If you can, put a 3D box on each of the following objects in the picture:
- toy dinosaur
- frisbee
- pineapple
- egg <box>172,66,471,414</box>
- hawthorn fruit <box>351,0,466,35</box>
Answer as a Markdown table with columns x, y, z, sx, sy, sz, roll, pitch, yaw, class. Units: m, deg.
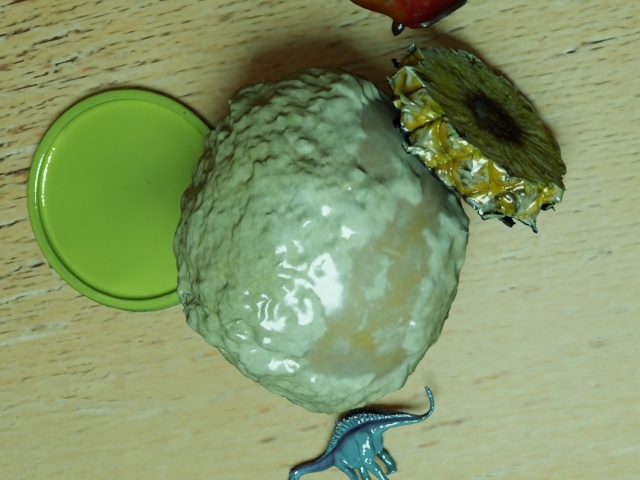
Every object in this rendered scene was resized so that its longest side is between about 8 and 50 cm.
| x | y | z | sx | sy | sz | roll | pitch | yaw | class |
| --- | --- | --- | --- | --- | --- | --- | --- | --- | --- |
| 0.044 | 0.214 | 1.108 | 0.197 | 0.045 | 0.080 | -37 | 86 | 23 | toy dinosaur |
| -0.196 | -0.041 | 1.136 | 0.236 | 0.017 | 0.236 | 2 | 98 | 12 | frisbee |
| 0.150 | -0.098 | 0.967 | 0.221 | 0.221 | 0.047 | 47 | 124 | 2 | pineapple |
| 0.000 | 0.000 | 0.982 | 0.279 | 0.279 | 0.310 | -12 | 70 | 13 | egg |
| 0.079 | -0.284 | 0.975 | 0.185 | 0.185 | 0.202 | 5 | 116 | 11 | hawthorn fruit |
